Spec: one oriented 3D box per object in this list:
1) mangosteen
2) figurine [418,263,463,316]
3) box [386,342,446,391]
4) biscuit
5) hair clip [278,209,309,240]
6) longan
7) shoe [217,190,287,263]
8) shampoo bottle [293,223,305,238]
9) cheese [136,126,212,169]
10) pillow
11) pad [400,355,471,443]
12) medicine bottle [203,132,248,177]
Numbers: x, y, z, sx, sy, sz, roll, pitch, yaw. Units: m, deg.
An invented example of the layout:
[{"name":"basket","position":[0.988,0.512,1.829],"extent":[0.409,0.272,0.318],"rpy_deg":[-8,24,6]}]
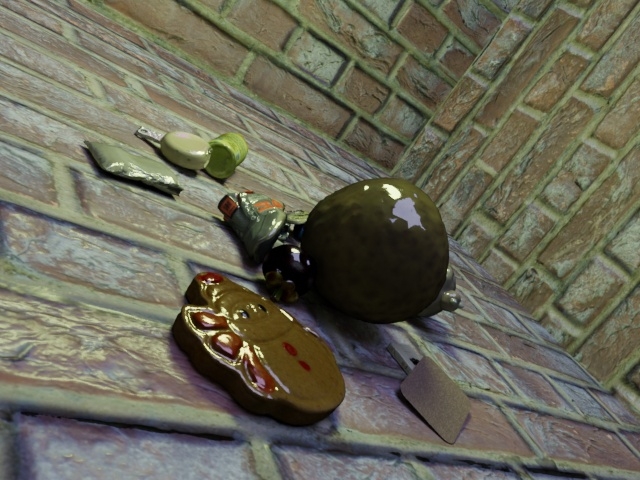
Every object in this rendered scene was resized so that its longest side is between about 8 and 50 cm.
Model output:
[{"name":"mangosteen","position":[-0.081,0.085,1.481],"extent":[0.137,0.137,0.151],"rpy_deg":[34,51,-8]},{"name":"figurine","position":[0.265,0.118,1.972],"extent":[0.381,0.203,0.248],"rpy_deg":[22,12,-7]},{"name":"box","position":[0.248,0.332,1.609],"extent":[0.090,0.024,0.167],"rpy_deg":[17,26,-45]},{"name":"biscuit","position":[-0.118,0.195,1.192],"extent":[0.381,0.074,0.359],"rpy_deg":[45,16,17]},{"name":"hair clip","position":[-0.096,-0.061,1.891],"extent":[0.146,0.056,0.187],"rpy_deg":[4,25,12]},{"name":"longan","position":[0.143,0.022,1.616],"extent":[0.391,0.391,0.391],"rpy_deg":[33,17,-11]},{"name":"shoe","position":[-0.190,-0.063,1.647],"extent":[0.171,0.132,0.336],"rpy_deg":[28,16,-12]},{"name":"shampoo bottle","position":[0.000,0.000,1.974],"extent":[0.183,0.050,0.087],"rpy_deg":[29,16,-23]},{"name":"cheese","position":[-0.433,-0.283,1.831],"extent":[0.227,0.064,0.137],"rpy_deg":[23,33,-2]},{"name":"pillow","position":[-0.464,-0.185,1.556],"extent":[0.230,0.050,0.148],"rpy_deg":[18,18,-47]},{"name":"pad","position":[0.287,0.382,1.523],"extent":[0.176,0.002,0.266],"rpy_deg":[47,23,11]},{"name":"medicine bottle","position":[-0.308,-0.281,2.008],"extent":[0.124,0.124,0.239],"rpy_deg":[35,16,-6]}]
